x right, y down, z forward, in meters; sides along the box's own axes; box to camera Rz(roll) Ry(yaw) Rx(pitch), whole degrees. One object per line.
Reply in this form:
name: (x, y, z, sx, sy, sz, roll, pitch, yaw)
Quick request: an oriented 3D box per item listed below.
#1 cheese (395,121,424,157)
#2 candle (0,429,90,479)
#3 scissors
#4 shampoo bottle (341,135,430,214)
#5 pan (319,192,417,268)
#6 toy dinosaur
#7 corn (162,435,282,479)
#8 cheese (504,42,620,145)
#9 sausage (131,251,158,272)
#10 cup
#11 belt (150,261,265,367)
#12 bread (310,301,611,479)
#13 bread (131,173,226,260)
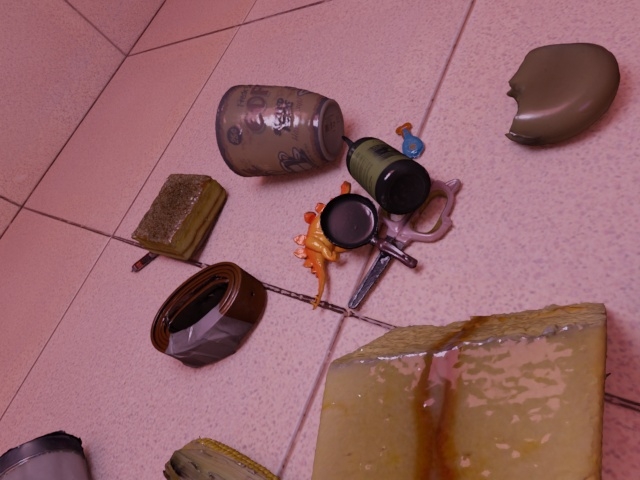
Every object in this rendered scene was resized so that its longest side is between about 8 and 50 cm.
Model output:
cheese: (0.194, -0.219, 0.874, 0.047, 0.017, 0.111, -25, 52, 16)
candle: (-0.541, 0.563, 0.791, 0.187, 0.187, 0.330, -50, 50, -2)
scissors: (0.145, -0.001, 0.770, 0.160, 0.024, 0.317, 30, 82, 40)
shampoo bottle: (0.113, -0.151, 0.815, 0.101, 0.101, 0.283, -41, 31, 7)
pan: (0.094, -0.010, 0.761, 0.212, 0.040, 0.114, 36, 82, 21)
toy dinosaur: (0.000, 0.000, 0.837, 0.117, 0.070, 0.287, 10, 73, 32)
corn: (-0.128, 0.417, 0.632, 0.306, 0.123, 0.122, 8, 70, 38)
cheese: (0.407, -0.252, 0.700, 0.175, 0.091, 0.202, 25, 79, 43)
sausage: (-0.486, 0.038, 1.176, 0.199, 0.025, 0.028, -35, 85, 13)
cup: (-0.065, -0.280, 0.995, 0.257, 0.227, 0.301, 8, 38, 24)
belt: (-0.246, 0.164, 0.884, 0.262, 0.105, 0.184, -38, 46, 5)
bread: (0.175, 0.275, 0.509, 0.346, 0.242, 0.403, -4, 78, 31)
bread: (-0.382, -0.068, 1.107, 0.185, 0.110, 0.234, 8, 62, 32)
